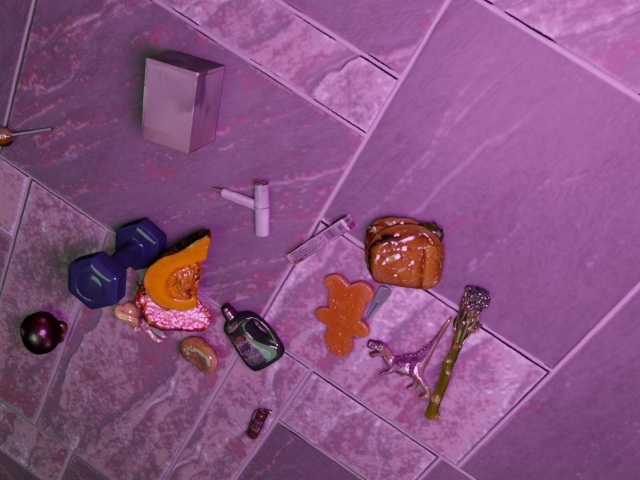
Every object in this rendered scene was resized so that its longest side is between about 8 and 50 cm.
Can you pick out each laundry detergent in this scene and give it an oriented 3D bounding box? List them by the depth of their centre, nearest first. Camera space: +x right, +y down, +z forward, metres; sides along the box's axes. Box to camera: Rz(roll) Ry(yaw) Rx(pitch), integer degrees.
[{"bbox_3d":[-0.211,0.273,1.793,0.144,0.078,0.222,-30,97,26],"label":"laundry detergent"}]

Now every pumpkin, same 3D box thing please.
[{"bbox_3d":[-0.414,0.062,1.722,0.163,0.111,0.278,8,120,-17],"label":"pumpkin"}]

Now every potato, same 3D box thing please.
[{"bbox_3d":[-0.378,0.356,1.891,0.138,0.070,0.091,40,114,-1],"label":"potato"}]

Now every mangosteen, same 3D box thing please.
[{"bbox_3d":[-0.938,0.311,2.053,0.152,0.152,0.152,8,114,17],"label":"mangosteen"}]

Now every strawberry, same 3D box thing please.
[{"bbox_3d":[-0.457,0.195,1.842,0.175,0.107,0.236,-34,102,-10],"label":"strawberry"}]

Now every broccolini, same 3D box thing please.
[{"bbox_3d":[0.357,0.298,1.571,0.074,0.079,0.392,13,112,-3],"label":"broccolini"}]

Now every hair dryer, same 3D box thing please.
[{"bbox_3d":[-0.223,-0.099,1.661,0.183,0.044,0.155,10,114,22],"label":"hair dryer"}]

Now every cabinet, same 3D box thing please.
[{"bbox_3d":[-0.352,-0.353,1.535,0.150,0.145,0.206,19,118,11],"label":"cabinet"}]

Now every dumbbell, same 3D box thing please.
[{"bbox_3d":[-0.557,0.058,1.684,0.160,0.325,0.144,-14,110,19],"label":"dumbbell"}]

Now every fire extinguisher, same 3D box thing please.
[{"bbox_3d":[-0.198,0.580,1.941,0.056,0.039,0.132,24,119,-1],"label":"fire extinguisher"}]

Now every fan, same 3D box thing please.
[{"bbox_3d":[0.140,0.202,1.663,0.038,0.016,0.193,28,118,5],"label":"fan"}]

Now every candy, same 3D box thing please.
[{"bbox_3d":[-0.890,-0.320,1.812,0.202,0.061,0.061,-5,110,14],"label":"candy"}]

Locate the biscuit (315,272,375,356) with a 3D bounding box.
[{"bbox_3d":[0.066,0.211,1.682,0.165,0.036,0.250,18,116,23],"label":"biscuit"}]

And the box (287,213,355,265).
[{"bbox_3d":[0.000,0.000,1.610,0.207,0.050,0.041,-34,94,29],"label":"box"}]

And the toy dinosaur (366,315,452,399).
[{"bbox_3d":[0.259,0.327,1.645,0.251,0.072,0.200,-14,99,34],"label":"toy dinosaur"}]

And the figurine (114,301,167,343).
[{"bbox_3d":[-0.572,0.263,1.927,0.083,0.083,0.187,-37,106,29],"label":"figurine"}]

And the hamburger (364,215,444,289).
[{"bbox_3d":[0.204,0.040,1.508,0.206,0.130,0.183,9,117,14],"label":"hamburger"}]
